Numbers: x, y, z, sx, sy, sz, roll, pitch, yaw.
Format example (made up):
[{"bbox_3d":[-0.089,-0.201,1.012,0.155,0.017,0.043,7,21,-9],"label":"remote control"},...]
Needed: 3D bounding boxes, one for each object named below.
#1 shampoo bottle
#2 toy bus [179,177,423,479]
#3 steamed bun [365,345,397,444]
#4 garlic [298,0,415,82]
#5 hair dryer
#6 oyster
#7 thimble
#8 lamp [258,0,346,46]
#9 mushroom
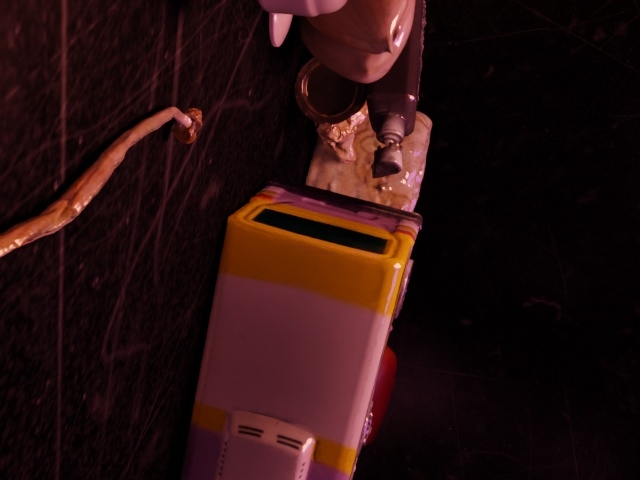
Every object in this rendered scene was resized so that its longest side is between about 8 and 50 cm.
[{"bbox_3d":[0.100,-0.229,1.048,0.098,0.071,0.309,80,14,-67],"label":"shampoo bottle"},{"bbox_3d":[-0.032,0.174,0.968,0.249,0.209,0.439,-55,159,-71],"label":"toy bus"},{"bbox_3d":[0.014,0.275,1.546,0.379,0.248,0.235,87,20,-77],"label":"steamed bun"},{"bbox_3d":[0.048,-0.304,0.849,0.279,0.132,0.325,92,12,-66],"label":"garlic"},{"bbox_3d":[0.033,-0.294,1.053,0.135,0.090,0.278,-53,152,-75],"label":"hair dryer"},{"bbox_3d":[0.047,-0.206,1.260,0.163,0.081,0.191,-55,153,-34],"label":"oyster"},{"bbox_3d":[0.078,-0.099,1.444,0.291,0.195,0.291,14,90,-80],"label":"thimble"},{"bbox_3d":[-0.014,-0.251,0.482,0.179,0.108,0.246,14,89,-89],"label":"lamp"},{"bbox_3d":[-0.122,-0.041,0.456,0.026,0.028,0.286,-31,-169,21],"label":"mushroom"}]
